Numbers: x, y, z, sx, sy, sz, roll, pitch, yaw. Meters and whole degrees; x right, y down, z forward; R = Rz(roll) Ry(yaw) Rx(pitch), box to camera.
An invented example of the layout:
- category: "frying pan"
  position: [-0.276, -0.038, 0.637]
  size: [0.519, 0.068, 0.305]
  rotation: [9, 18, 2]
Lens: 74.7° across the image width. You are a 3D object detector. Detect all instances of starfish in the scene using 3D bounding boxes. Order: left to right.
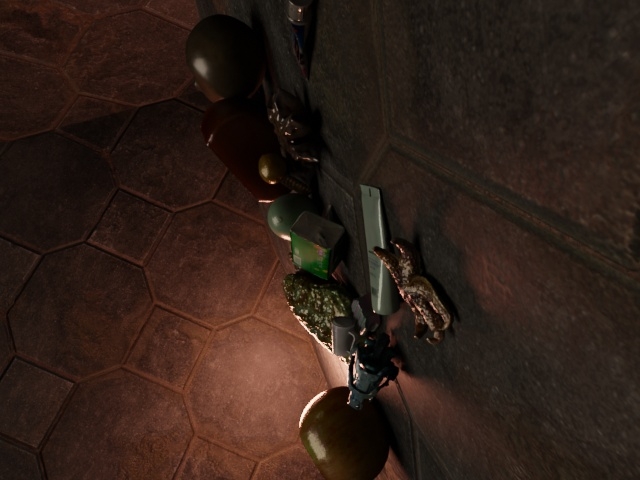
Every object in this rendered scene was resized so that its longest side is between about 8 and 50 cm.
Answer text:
- category: "starfish"
  position: [0.184, 0.089, 0.846]
  size: [0.238, 0.071, 0.215]
  rotation: [46, 149, 40]

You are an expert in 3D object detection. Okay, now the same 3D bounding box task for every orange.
- category: "orange"
  position: [-0.143, -0.216, 1.246]
  size: [0.095, 0.085, 0.085]
  rotation: [58, 165, 18]

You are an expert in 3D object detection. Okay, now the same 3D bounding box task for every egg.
- category: "egg"
  position: [-0.092, -0.082, 1.466]
  size: [0.231, 0.168, 0.167]
  rotation: [-6, -107, -66]

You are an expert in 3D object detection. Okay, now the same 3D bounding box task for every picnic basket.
- category: "picnic basket"
  position: [-0.098, -0.212, 1.383]
  size: [0.193, 0.055, 0.110]
  rotation: [23, -150, -49]

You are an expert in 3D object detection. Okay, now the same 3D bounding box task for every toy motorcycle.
- category: "toy motorcycle"
  position: [0.144, 0.386, 1.230]
  size: [0.154, 0.206, 0.260]
  rotation: [24, 150, 15]

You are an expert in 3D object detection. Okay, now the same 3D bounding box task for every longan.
- category: "longan"
  position: [-0.326, -0.621, 1.462]
  size: [0.297, 0.298, 0.297]
  rotation: [160, 90, -78]

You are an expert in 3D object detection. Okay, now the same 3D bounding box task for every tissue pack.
- category: "tissue pack"
  position: [0.002, 0.000, 1.359]
  size: [0.148, 0.156, 0.209]
  rotation: [28, 151, 15]

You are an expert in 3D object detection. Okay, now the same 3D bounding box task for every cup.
- category: "cup"
  position: [0.079, 0.304, 1.311]
  size: [0.104, 0.074, 0.116]
  rotation: [21, 115, 49]

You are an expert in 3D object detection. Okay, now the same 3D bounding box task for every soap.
- category: "soap"
  position: [0.137, 0.221, 1.270]
  size: [0.149, 0.056, 0.100]
  rotation: [95, 152, -64]

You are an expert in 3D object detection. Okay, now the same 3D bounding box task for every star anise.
- category: "star anise"
  position: [-0.073, -0.298, 1.242]
  size: [0.315, 0.108, 0.315]
  rotation: [160, 90, -79]

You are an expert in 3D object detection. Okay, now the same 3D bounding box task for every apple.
- category: "apple"
  position: [0.109, 0.794, 1.728]
  size: [0.400, 0.334, 0.400]
  rotation: [52, 176, 6]

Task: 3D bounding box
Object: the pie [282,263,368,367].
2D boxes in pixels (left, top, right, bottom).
- category: "pie"
  position: [0.028, 0.284, 1.555]
  size: [0.418, 0.181, 0.395]
  rotation: [45, 155, 36]

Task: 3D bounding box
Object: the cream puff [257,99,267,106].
- category: "cream puff"
  position: [-0.271, -0.459, 1.637]
  size: [0.195, 0.221, 0.194]
  rotation: [-7, 80, 43]

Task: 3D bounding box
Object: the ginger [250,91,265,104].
- category: "ginger"
  position: [-0.331, -0.605, 1.791]
  size: [0.274, 0.153, 0.357]
  rotation: [-134, 28, -63]

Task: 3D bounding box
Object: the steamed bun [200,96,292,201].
- category: "steamed bun"
  position: [-0.216, -0.330, 1.465]
  size: [0.379, 0.248, 0.235]
  rotation: [49, -175, -39]

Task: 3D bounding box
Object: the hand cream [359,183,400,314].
- category: "hand cream"
  position: [0.135, 0.029, 0.994]
  size: [0.109, 0.067, 0.320]
  rotation: [-141, 38, -70]

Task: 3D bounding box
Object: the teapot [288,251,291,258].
- category: "teapot"
  position: [-0.068, 0.046, 1.722]
  size: [0.252, 0.135, 0.178]
  rotation: [121, 132, -74]

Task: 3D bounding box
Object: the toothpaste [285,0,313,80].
- category: "toothpaste"
  position: [-0.049, -0.485, 0.995]
  size: [0.266, 0.061, 0.096]
  rotation: [106, 141, -80]
